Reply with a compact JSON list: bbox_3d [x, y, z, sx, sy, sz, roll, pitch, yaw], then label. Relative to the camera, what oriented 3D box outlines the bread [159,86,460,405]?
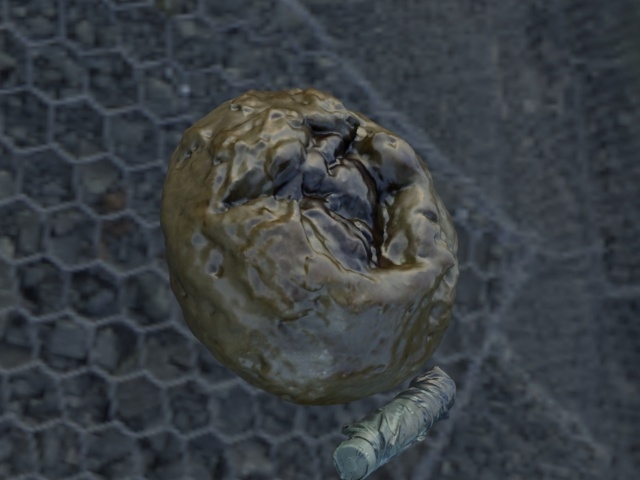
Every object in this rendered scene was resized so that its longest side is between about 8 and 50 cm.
[{"bbox_3d":[0.000,0.000,1.208,0.230,0.123,0.230,23,51,-32],"label":"bread"}]

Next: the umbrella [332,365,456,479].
[{"bbox_3d":[0.060,0.155,1.471,0.188,0.050,0.046,-32,104,-60],"label":"umbrella"}]
